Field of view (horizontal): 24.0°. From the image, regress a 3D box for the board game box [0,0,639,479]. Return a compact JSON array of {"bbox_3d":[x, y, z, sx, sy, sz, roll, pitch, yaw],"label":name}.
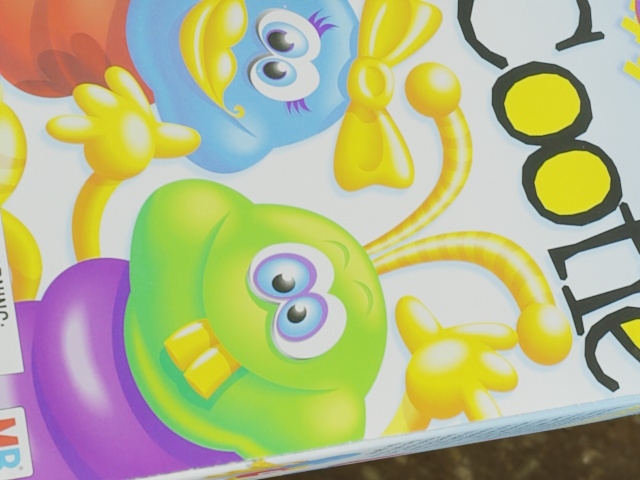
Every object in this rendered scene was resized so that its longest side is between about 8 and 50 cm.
[{"bbox_3d":[0.000,0.000,0.480,0.144,0.275,0.142,146,116,-67],"label":"board game box"}]
